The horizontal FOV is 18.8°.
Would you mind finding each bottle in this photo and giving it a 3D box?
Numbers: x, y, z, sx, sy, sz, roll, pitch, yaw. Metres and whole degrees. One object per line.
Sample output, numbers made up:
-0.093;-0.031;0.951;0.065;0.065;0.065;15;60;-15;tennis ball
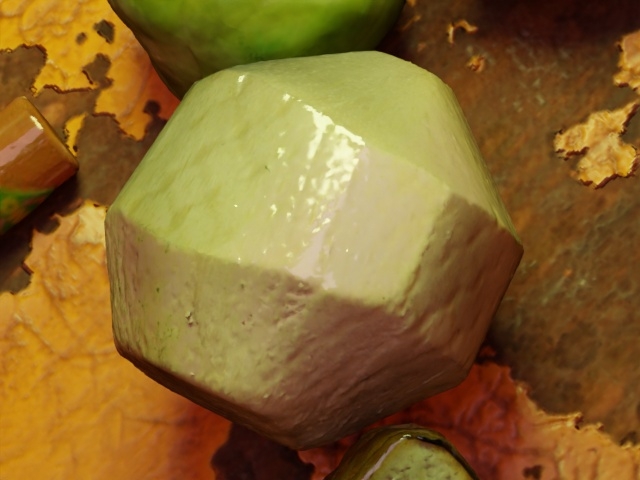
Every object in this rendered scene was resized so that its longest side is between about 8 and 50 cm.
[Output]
-0.257;-0.018;1.342;0.187;0.069;0.069;-39;69;0;bottle

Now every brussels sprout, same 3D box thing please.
-0.043;-0.191;1.299;0.223;0.161;0.223;-5;74;17;brussels sprout

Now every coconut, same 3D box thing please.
0.000;0.000;1.182;0.259;0.259;0.259;-4;72;11;coconut

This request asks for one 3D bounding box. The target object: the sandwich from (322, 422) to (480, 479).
0.062;0.229;1.138;0.215;0.065;0.186;42;86;-14;sandwich
